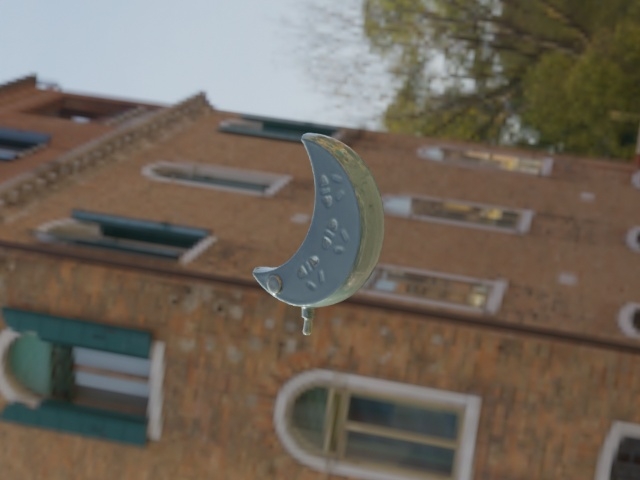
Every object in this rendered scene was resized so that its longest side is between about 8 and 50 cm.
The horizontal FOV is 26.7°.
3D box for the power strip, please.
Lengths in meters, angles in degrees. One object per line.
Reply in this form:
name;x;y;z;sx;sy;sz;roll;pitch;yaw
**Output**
power strip;0.000;0.000;1.736;0.054;0.167;0.253;-5;-60;-47
